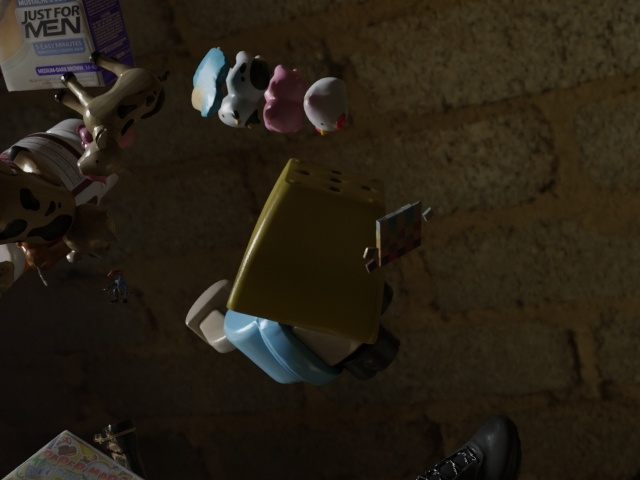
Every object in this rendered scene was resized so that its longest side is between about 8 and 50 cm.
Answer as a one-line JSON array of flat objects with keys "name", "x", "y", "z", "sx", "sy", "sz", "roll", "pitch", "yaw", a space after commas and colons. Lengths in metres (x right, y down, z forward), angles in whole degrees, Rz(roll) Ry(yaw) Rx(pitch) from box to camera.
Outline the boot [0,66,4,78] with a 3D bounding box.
[{"name": "boot", "x": -0.584, "y": -0.377, "z": 1.454, "sx": 0.109, "sy": 0.283, "sz": 0.220, "roll": 17, "pitch": 78, "yaw": 26}]

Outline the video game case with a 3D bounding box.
[{"name": "video game case", "x": -0.350, "y": 0.376, "z": 1.247, "sx": 0.227, "sy": 0.026, "sz": 0.206, "roll": 22, "pitch": 40, "yaw": 28}]

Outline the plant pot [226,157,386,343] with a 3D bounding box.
[{"name": "plant pot", "x": 0.000, "y": 0.000, "z": 1.299, "sx": 0.212, "sy": 0.187, "sz": 0.212, "roll": 14, "pitch": 20, "yaw": -2}]

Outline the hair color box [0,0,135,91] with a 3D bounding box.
[{"name": "hair color box", "x": -0.416, "y": -0.400, "z": 1.352, "sx": 0.185, "sy": 0.339, "sz": 0.110, "roll": 0, "pitch": 26, "yaw": 22}]

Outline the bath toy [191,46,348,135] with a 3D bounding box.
[{"name": "bath toy", "x": -0.085, "y": -0.282, "z": 1.857, "sx": 0.348, "sy": 0.151, "sz": 0.129, "roll": 6, "pitch": 42, "yaw": -34}]

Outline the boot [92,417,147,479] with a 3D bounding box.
[{"name": "boot", "x": -0.378, "y": 0.423, "z": 1.730, "sx": 0.076, "sy": 0.137, "sz": 0.198, "roll": -17, "pitch": -12, "yaw": -19}]

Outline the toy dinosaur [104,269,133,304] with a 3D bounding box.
[{"name": "toy dinosaur", "x": -0.395, "y": 0.086, "z": 1.770, "sx": 0.047, "sy": 0.082, "sz": 0.090, "roll": 8, "pitch": 24, "yaw": -3}]

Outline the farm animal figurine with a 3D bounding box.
[{"name": "farm animal figurine", "x": -0.329, "y": -0.061, "z": 1.144, "sx": 0.172, "sy": 0.330, "sz": 0.326, "roll": 37, "pitch": 28, "yaw": 21}]

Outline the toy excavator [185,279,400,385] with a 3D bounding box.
[{"name": "toy excavator", "x": -0.101, "y": 0.143, "z": 1.710, "sx": 0.445, "sy": 0.222, "sz": 0.433, "roll": -35, "pitch": 25, "yaw": 20}]

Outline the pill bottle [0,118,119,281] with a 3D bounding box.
[{"name": "pill bottle", "x": -0.614, "y": -0.095, "z": 1.936, "sx": 0.224, "sy": 0.224, "sz": 0.392, "roll": -3, "pitch": 30, "yaw": 29}]

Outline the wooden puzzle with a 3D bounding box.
[{"name": "wooden puzzle", "x": 0.070, "y": -0.006, "z": 0.816, "sx": 0.083, "sy": 0.049, "sz": 0.006, "roll": -27, "pitch": 42, "yaw": -28}]

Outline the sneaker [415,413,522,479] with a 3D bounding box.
[{"name": "sneaker", "x": 0.230, "y": 0.410, "z": 1.512, "sx": 0.286, "sy": 0.130, "sz": 0.109, "roll": -60, "pitch": 23, "yaw": 3}]
